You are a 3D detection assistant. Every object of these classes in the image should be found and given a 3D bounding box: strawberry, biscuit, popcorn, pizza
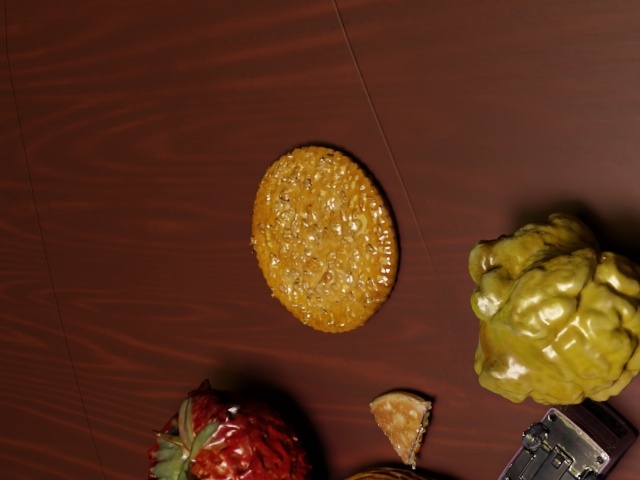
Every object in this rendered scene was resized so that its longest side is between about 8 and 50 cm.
[{"bbox_3d":[-0.108,0.343,1.625,0.261,0.258,0.261,-39,38,41],"label":"strawberry"},{"bbox_3d":[0.000,0.000,1.539,0.254,0.035,0.253,12,109,39],"label":"biscuit"},{"bbox_3d":[0.258,0.070,1.257,0.200,0.226,0.203,3,63,8],"label":"popcorn"},{"bbox_3d":[0.103,0.229,1.521,0.099,0.029,0.100,32,119,40],"label":"pizza"}]

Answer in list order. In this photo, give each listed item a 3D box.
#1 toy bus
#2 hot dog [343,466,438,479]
[{"bbox_3d":[0.265,0.272,1.332,0.096,0.108,0.198,43,125,25],"label":"toy bus"},{"bbox_3d":[0.115,0.387,1.497,0.259,0.114,0.175,18,119,47],"label":"hot dog"}]
